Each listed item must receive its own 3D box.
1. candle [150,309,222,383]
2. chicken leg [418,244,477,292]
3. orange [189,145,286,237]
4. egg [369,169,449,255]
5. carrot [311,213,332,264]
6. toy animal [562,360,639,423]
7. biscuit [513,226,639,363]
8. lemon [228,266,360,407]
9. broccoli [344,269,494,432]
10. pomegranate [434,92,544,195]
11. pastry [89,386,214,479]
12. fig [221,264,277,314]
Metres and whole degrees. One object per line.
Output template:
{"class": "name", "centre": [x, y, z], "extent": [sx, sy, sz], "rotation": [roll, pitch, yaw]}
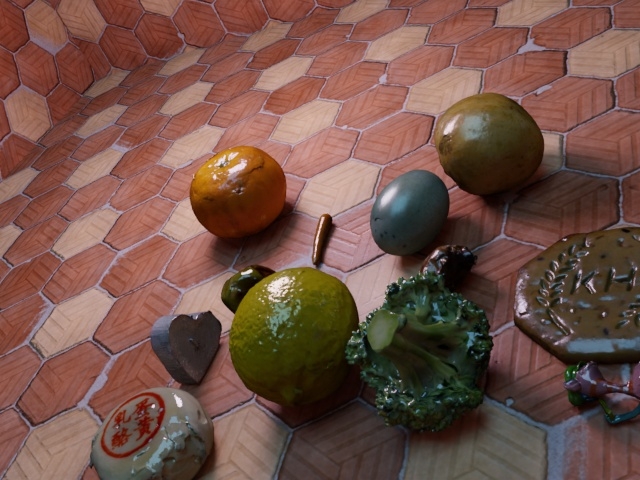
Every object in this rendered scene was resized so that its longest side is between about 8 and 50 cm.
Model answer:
{"class": "candle", "centre": [-0.309, 0.250, 1.648], "extent": [0.068, 0.192, 0.168], "rotation": [-6, 84, 30]}
{"class": "chicken leg", "centre": [0.213, 0.114, 1.487], "extent": [0.093, 0.113, 0.304], "rotation": [39, 67, 17]}
{"class": "orange", "centre": [-0.231, -0.137, 2.017], "extent": [0.284, 0.226, 0.283], "rotation": [-15, 40, 13]}
{"class": "egg", "centre": [0.211, -0.066, 1.669], "extent": [0.169, 0.169, 0.236], "rotation": [10, 48, 42]}
{"class": "carrot", "centre": [0.000, 0.000, 1.854], "extent": [0.037, 0.037, 0.190], "rotation": [-10, 42, 24]}
{"class": "toy animal", "centre": [0.506, 0.245, 1.148], "extent": [0.209, 0.100, 0.103], "rotation": [-7, 78, 24]}
{"class": "biscuit", "centre": [0.540, 0.093, 1.348], "extent": [0.359, 0.046, 0.359], "rotation": [-18, 34, 13]}
{"class": "lemon", "centre": [-0.050, 0.188, 1.438], "extent": [0.268, 0.268, 0.321], "rotation": [-17, 36, 16]}
{"class": "broccoli", "centre": [0.176, 0.205, 1.294], "extent": [0.260, 0.235, 0.288], "rotation": [1, 40, -29]}
{"class": "pomegranate", "centre": [0.399, -0.234, 1.703], "extent": [0.261, 0.260, 0.260], "rotation": [-18, 35, 14]}
{"class": "pastry", "centre": [-0.345, 0.419, 1.457], "extent": [0.265, 0.133, 0.264], "rotation": [-16, 40, 14]}
{"class": "fig", "centre": [-0.172, 0.132, 1.700], "extent": [0.166, 0.144, 0.154], "rotation": [-22, 45, 44]}
